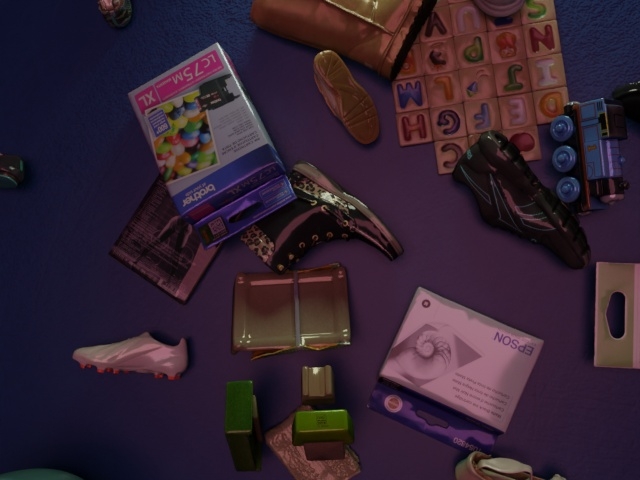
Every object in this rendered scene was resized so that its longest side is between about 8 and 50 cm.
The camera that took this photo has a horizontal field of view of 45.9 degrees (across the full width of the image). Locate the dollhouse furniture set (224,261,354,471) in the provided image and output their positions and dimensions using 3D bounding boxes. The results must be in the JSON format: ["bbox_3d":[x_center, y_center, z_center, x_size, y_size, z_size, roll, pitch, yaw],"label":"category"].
[{"bbox_3d":[-0.046,0.204,1.243,0.198,0.151,0.301,-3,54,1],"label":"dollhouse furniture set"}]

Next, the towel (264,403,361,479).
[{"bbox_3d":[-0.013,0.352,1.257,0.110,0.027,0.148,-40,83,3],"label":"towel"}]

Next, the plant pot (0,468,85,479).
[{"bbox_3d":[-0.462,0.500,1.201,0.293,0.235,0.292,0,86,7],"label":"plant pot"}]

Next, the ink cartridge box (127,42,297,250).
[{"bbox_3d":[-0.184,-0.160,1.259,0.186,0.065,0.311,-28,71,5],"label":"ink cartridge box"}]

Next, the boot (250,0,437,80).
[{"bbox_3d":[0.047,-0.418,1.259,0.270,0.089,0.236,29,90,12],"label":"boot"}]

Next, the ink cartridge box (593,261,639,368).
[{"bbox_3d":[0.549,0.120,1.185,0.235,0.056,0.171,2,86,11],"label":"ink cartridge box"}]

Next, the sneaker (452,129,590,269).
[{"bbox_3d":[0.326,-0.052,1.218,0.106,0.101,0.267,-42,85,28],"label":"sneaker"}]

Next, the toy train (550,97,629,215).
[{"bbox_3d":[0.425,-0.132,1.183,0.105,0.080,0.184,-8,85,50],"label":"toy train"}]

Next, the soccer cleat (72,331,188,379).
[{"bbox_3d":[-0.322,0.191,1.290,0.196,0.068,0.076,6,82,1],"label":"soccer cleat"}]

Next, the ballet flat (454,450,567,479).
[{"bbox_3d":[0.334,0.393,1.176,0.249,0.086,0.086,18,89,7],"label":"ballet flat"}]

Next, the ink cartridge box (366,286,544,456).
[{"bbox_3d":[0.215,0.218,1.226,0.223,0.045,0.224,23,90,8],"label":"ink cartridge box"}]

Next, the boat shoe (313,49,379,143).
[{"bbox_3d":[0.042,-0.238,1.269,0.063,0.059,0.170,-30,94,-9],"label":"boat shoe"}]

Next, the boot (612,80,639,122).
[{"bbox_3d":[0.576,-0.134,1.175,0.247,0.094,0.207,7,84,2],"label":"boot"}]

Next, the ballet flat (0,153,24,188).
[{"bbox_3d":[-0.618,-0.125,1.347,0.203,0.074,0.074,-2,86,13],"label":"ballet flat"}]

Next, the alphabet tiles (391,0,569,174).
[{"bbox_3d":[0.260,-0.290,1.268,0.285,0.011,0.342,-8,86,6],"label":"alphabet tiles"}]

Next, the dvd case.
[{"bbox_3d":[-0.245,-0.024,1.313,0.165,0.018,0.221,33,92,9],"label":"dvd case"}]

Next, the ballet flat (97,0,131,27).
[{"bbox_3d":[-0.373,-0.473,1.333,0.070,0.070,0.188,-14,85,6],"label":"ballet flat"}]

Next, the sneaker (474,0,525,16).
[{"bbox_3d":[0.250,-0.516,1.207,0.114,0.152,0.305,-28,76,5],"label":"sneaker"}]

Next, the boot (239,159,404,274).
[{"bbox_3d":[0.000,0.000,1.240,0.236,0.085,0.178,40,85,15],"label":"boot"}]
